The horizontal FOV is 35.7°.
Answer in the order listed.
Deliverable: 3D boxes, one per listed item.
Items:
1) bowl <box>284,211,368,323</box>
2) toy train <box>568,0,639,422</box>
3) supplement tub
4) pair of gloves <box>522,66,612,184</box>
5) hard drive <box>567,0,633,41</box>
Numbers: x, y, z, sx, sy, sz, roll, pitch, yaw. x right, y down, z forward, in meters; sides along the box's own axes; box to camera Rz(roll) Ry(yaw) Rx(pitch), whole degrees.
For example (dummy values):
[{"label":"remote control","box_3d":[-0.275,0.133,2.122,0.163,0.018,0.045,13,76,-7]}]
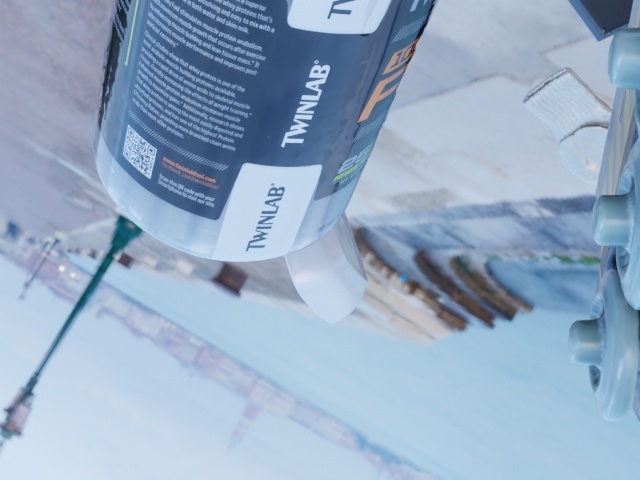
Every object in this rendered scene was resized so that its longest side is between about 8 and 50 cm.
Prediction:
[{"label":"bowl","box_3d":[0.000,0.000,0.978,0.142,0.053,0.142,46,-157,-63]},{"label":"toy train","box_3d":[0.193,-0.047,0.459,0.142,0.190,0.334,3,138,10]},{"label":"supplement tub","box_3d":[-0.030,-0.151,0.618,0.193,0.193,0.316,29,137,6]},{"label":"pair of gloves","box_3d":[0.393,-0.154,1.205,0.240,0.042,0.204,-25,128,29]},{"label":"hard drive","box_3d":[0.363,-0.332,1.301,0.135,0.094,0.022,59,159,14]}]
